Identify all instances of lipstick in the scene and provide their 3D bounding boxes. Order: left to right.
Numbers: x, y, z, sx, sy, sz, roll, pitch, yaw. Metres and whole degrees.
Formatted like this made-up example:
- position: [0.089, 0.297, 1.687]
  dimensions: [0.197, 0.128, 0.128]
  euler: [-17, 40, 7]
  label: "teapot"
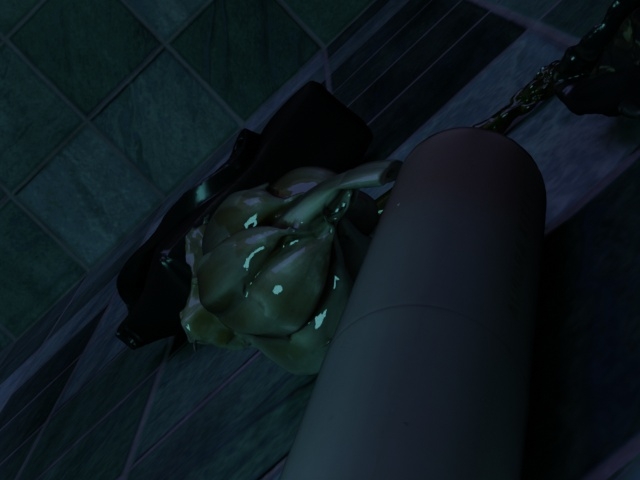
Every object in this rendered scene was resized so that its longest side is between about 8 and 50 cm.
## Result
- position: [0.050, 0.046, 0.519]
  dimensions: [0.087, 0.087, 0.327]
  euler: [-39, 12, 26]
  label: "lipstick"

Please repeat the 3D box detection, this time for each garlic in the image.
- position: [0.000, 0.000, 0.744]
  dimensions: [0.194, 0.127, 0.131]
  euler: [-47, 23, 42]
  label: "garlic"

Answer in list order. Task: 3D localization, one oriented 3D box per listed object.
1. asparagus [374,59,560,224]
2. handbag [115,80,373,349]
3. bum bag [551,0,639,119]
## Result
- position: [0.098, -0.063, 0.919]
  dimensions: [0.248, 0.025, 0.024]
  euler: [-38, -30, 31]
  label: "asparagus"
- position: [-0.094, -0.014, 1.222]
  dimensions: [0.285, 0.113, 0.257]
  euler: [-51, 6, -31]
  label: "handbag"
- position: [0.190, -0.100, 0.605]
  dimensions: [0.102, 0.069, 0.248]
  euler: [-19, 10, 0]
  label: "bum bag"
